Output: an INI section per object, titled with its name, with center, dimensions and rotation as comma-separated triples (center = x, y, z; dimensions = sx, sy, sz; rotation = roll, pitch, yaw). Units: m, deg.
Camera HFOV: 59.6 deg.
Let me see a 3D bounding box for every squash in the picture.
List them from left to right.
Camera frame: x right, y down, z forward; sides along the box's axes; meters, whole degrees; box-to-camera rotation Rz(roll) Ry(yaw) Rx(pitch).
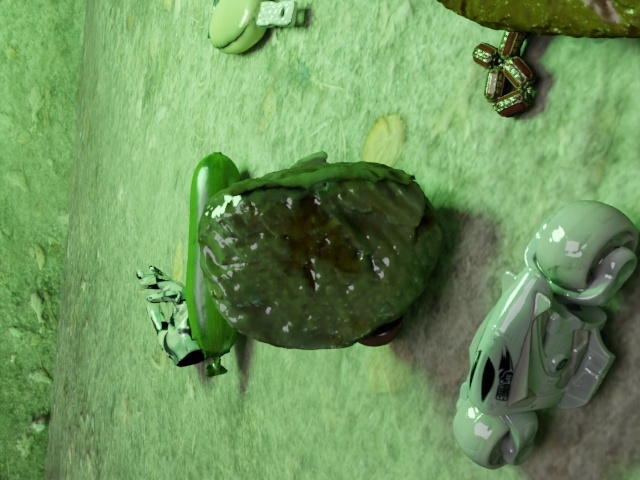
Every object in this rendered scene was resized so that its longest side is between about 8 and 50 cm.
[squash]
center = -0.179, 0.038, 0.952
dimensions = 0.101, 0.101, 0.379
rotation = -7, 84, 54

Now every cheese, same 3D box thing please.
[cheese]
center = -0.108, -0.368, 0.917
dimensions = 0.251, 0.054, 0.127
rotation = 28, 110, 50

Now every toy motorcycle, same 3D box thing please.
[toy motorcycle]
center = 0.169, 0.085, 0.459
dimensions = 0.112, 0.112, 0.254
rotation = 43, 123, 46

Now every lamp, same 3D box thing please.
[lamp]
center = 0.179, -0.159, 0.528
dimensions = 0.063, 0.031, 0.083
rotation = -24, 72, 53

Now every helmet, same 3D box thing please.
[helmet]
center = 0.068, 0.096, 0.647
dimensions = 0.083, 0.049, 0.065
rotation = -2, 46, 33

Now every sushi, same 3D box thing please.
[sushi]
center = 0.195, -0.241, 0.426
dimensions = 0.287, 0.140, 0.149
rotation = 30, 147, 50

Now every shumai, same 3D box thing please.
[shumai]
center = 0.000, 0.000, 0.643
dimensions = 0.218, 0.255, 0.189
rotation = -88, -4, -75

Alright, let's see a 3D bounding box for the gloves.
[gloves]
center = -0.281, 0.135, 1.085
dimensions = 0.128, 0.110, 0.212
rotation = 104, 147, -58
